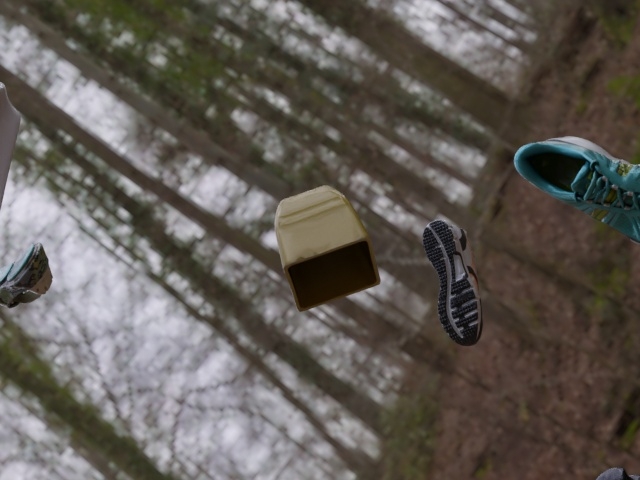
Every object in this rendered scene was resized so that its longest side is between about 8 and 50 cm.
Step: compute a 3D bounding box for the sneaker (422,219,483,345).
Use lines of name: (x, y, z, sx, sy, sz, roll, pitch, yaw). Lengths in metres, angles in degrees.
sneaker: (0.120, 0.035, 1.215, 0.040, 0.109, 0.043, -18, -13, 33)

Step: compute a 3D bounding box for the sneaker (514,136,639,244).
sneaker: (0.364, -0.059, 1.814, 0.110, 0.275, 0.107, 3, -75, -54)

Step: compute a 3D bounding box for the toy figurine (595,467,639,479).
toy figurine: (0.371, 0.216, 1.260, 0.148, 0.209, 0.213, 35, -96, -27)

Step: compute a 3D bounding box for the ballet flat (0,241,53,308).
ballet flat: (-0.397, 0.051, 1.955, 0.070, 0.070, 0.188, -39, 8, -32)

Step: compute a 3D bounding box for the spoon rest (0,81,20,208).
spoon rest: (-0.340, -0.099, 1.389, 0.084, 0.276, 0.137, -24, -67, 3)

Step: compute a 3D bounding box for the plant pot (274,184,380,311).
plant pot: (0.000, 0.000, 1.309, 0.081, 0.083, 0.081, -19, -35, -2)
